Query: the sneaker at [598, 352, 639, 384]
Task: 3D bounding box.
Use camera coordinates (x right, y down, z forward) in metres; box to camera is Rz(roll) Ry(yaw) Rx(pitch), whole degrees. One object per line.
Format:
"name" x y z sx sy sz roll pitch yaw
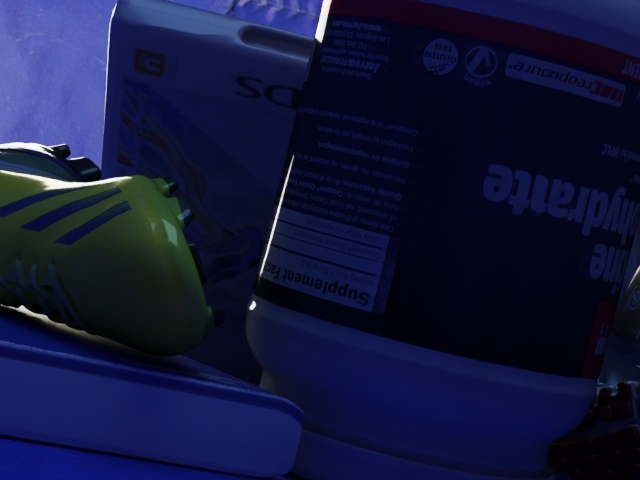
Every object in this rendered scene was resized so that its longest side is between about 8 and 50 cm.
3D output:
"sneaker" 0.224 0.127 1.183 0.153 0.099 0.282 16 3 15

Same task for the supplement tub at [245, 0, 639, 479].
"supplement tub" 0.068 -0.006 0.887 0.191 0.272 0.191 14 2 -1

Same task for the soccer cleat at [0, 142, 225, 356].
"soccer cleat" -0.142 0.011 0.866 0.121 0.093 0.289 -19 19 -23

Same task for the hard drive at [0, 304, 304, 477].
"hard drive" -0.176 0.055 0.884 0.210 0.040 0.318 14 0 -31

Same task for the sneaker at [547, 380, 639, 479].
"sneaker" 0.174 0.119 1.004 0.225 0.088 0.092 15 -2 28

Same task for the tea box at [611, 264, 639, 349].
"tea box" 0.410 0.064 0.957 0.329 0.220 0.323 27 3 -27

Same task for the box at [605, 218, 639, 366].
"box" 0.211 -0.003 1.352 0.182 0.296 0.294 11 9 42

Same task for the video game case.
"video game case" 0.000 0.000 1.114 0.300 0.036 0.329 14 -41 1
